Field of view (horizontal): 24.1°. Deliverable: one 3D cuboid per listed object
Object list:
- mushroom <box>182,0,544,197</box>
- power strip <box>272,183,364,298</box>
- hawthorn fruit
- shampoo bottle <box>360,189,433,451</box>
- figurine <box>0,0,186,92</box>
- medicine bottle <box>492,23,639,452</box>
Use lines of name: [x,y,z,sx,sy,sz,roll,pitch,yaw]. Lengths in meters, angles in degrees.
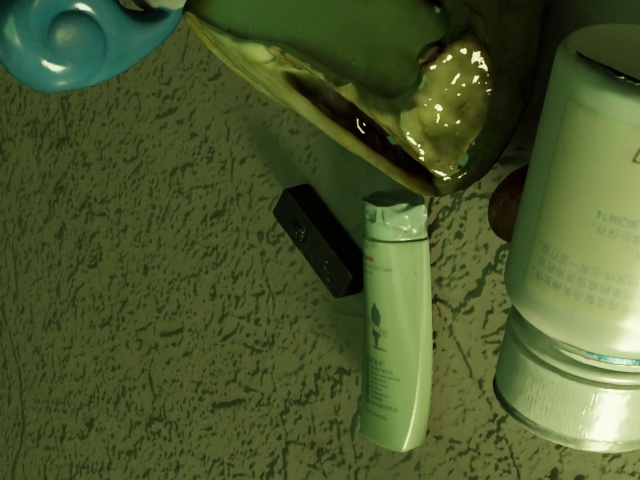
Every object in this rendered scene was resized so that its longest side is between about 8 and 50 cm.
mushroom: [0.076,-0.167,1.103,0.217,0.212,0.292,-51,34,-6]
power strip: [0.000,0.000,1.307,0.111,0.029,0.038,52,136,27]
hawthorn fruit: [0.157,-0.036,1.068,0.067,0.067,0.103,51,151,29]
shampoo bottle: [0.061,0.066,1.237,0.072,0.049,0.212,15,112,53]
figurine: [-0.135,-0.313,1.267,0.298,0.243,0.416,11,89,58]
medicine bottle: [0.196,0.000,0.976,0.143,0.143,0.258,35,125,40]
